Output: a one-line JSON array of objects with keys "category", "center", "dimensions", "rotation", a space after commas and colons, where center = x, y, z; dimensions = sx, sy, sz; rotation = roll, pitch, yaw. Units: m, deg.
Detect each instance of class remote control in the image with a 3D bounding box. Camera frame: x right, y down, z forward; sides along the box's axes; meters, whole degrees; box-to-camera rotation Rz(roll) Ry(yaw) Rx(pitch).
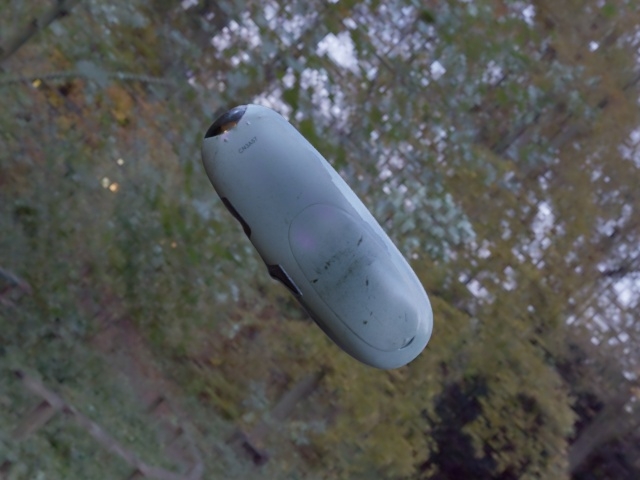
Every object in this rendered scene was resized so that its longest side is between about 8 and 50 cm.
[{"category": "remote control", "center": [-0.001, 0.000, 0.869], "dimensions": [0.256, 0.097, 0.045], "rotation": [49, -9, -5]}]
